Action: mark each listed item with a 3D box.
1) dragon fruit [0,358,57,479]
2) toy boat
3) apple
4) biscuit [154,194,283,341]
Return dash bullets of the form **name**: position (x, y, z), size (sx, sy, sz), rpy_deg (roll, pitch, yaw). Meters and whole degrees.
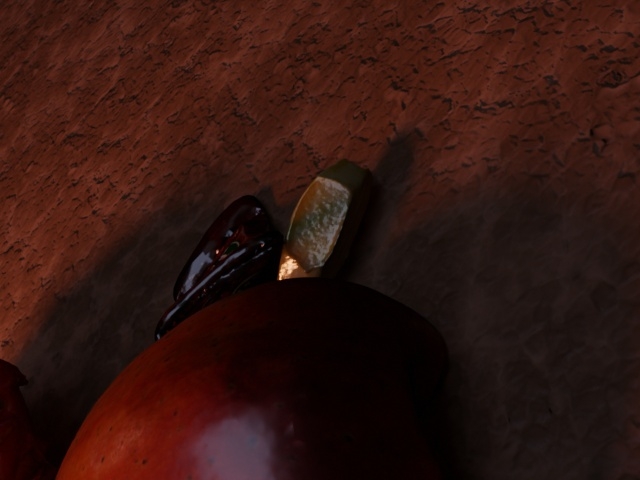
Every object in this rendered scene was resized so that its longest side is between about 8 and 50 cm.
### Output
- **dragon fruit**: position (-0.419, 0.274, 0.961), size (0.386, 0.249, 0.371), rpy_deg (-53, 9, 20)
- **toy boat**: position (0.000, 0.000, 0.904), size (0.065, 0.066, 0.172), rpy_deg (21, 76, 16)
- **apple**: position (-0.053, 0.199, 0.749), size (0.365, 0.329, 0.295), rpy_deg (-29, 88, 32)
- **biscuit**: position (-0.099, 0.033, 0.945), size (0.151, 0.063, 0.235), rpy_deg (-54, 9, 4)
